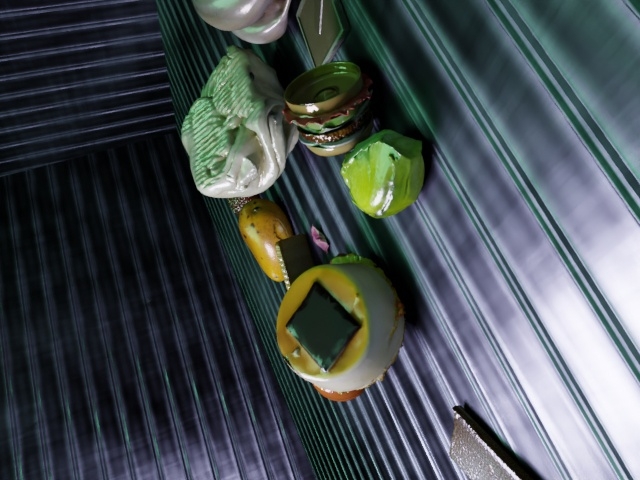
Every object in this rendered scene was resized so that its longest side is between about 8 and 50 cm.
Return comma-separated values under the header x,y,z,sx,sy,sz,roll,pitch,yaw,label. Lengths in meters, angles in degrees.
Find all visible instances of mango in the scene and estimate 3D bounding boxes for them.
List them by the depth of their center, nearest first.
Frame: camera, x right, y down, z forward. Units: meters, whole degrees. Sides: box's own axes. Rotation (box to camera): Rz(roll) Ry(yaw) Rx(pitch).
x,y,z,sx,sy,sz,roll,pitch,yaw,label
-0.166,0.000,1.890,0.191,0.160,0.290,-2,110,64,mango

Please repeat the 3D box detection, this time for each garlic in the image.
x,y,z,sx,sy,sz,roll,pitch,yaw,label
-0.131,-0.544,1.235,0.340,0.231,0.246,24,87,48,garlic

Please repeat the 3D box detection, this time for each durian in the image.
x,y,z,sx,sy,sz,roll,pitch,yaw,label
0.106,-0.110,0.989,0.250,0.101,0.139,132,117,-72,durian

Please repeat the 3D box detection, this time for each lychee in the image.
x,y,z,sx,sy,sz,roll,pitch,yaw,label
-0.288,-0.149,2.175,0.129,0.123,0.123,52,156,31,lychee

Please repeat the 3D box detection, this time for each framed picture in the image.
x,y,z,sx,sy,sz,roll,pitch,yaw,label
0.000,-0.436,1.133,0.203,0.015,0.150,146,105,-73,framed picture

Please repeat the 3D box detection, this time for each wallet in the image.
x,y,z,sx,sy,sz,roll,pitch,yaw,label
0.312,0.412,1.006,0.243,0.039,0.133,-138,39,-59,wallet

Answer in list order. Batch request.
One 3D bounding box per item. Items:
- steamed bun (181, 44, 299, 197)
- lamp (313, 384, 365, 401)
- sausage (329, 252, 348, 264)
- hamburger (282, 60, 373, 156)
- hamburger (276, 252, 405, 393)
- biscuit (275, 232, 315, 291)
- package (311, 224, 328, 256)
x,y,z,sx,sy,sz,roll,pitch,yaw,label
-0.172,-0.283,1.465,0.346,0.237,0.394,10,86,42,steamed bun
0.056,0.284,1.407,0.223,0.196,0.223,7,-90,-80,lamp
0.077,0.115,1.370,0.077,0.077,0.194,96,152,-54,sausage
0.021,-0.231,1.038,0.175,0.175,0.137,51,168,49,hamburger
0.048,0.180,1.221,0.276,0.294,0.179,39,-169,39,hamburger
-0.057,0.112,1.682,0.172,0.029,0.254,-21,-86,-63,biscuit
0.000,0.000,1.574,0.083,0.029,0.059,54,161,24,package
